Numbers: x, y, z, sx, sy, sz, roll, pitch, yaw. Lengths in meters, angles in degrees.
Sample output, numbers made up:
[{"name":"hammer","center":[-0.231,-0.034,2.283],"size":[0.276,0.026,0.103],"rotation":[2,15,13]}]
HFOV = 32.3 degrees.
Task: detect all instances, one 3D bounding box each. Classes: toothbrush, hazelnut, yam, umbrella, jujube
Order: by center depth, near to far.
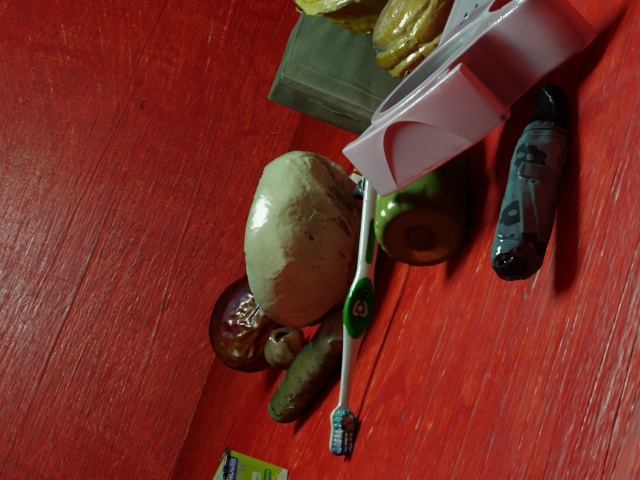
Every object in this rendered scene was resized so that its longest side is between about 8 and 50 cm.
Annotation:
[{"name":"umbrella","center":[0.204,-0.059,1.045],"size":[0.053,0.052,0.250],"rotation":[103,-173,-47]},{"name":"toothbrush","center":[0.052,0.081,1.495],"size":[0.040,0.042,0.418],"rotation":[155,124,-70]},{"name":"yam","center":[-0.014,0.206,1.735],"size":[0.317,0.067,0.071],"rotation":[121,154,-54]},{"name":"hazelnut","center":[-0.064,0.198,2.046],"size":[0.086,0.086,0.086],"rotation":[-159,90,-81]},{"name":"jujube","center":[-0.116,0.144,2.225],"size":[0.255,0.190,0.190],"rotation":[-47,17,21]}]

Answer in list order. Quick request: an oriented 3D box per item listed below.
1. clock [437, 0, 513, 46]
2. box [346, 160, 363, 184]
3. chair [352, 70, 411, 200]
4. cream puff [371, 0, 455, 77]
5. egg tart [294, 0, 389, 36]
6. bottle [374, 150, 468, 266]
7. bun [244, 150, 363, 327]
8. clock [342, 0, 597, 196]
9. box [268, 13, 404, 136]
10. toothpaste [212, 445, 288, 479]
[{"name":"clock","center":[0.220,-0.292,1.471],"size":[0.197,0.063,0.150],"rotation":[-179,110,-80]},{"name":"box","center":[0.059,-0.082,2.025],"size":[0.100,0.048,0.152],"rotation":[147,141,-73]},{"name":"chair","center":[0.128,-0.119,1.557],"size":[0.221,0.104,0.095],"rotation":[-61,29,29]},{"name":"cream puff","center":[0.160,-0.318,1.682],"size":[0.189,0.129,0.189],"rotation":[-53,15,21]},{"name":"egg tart","center":[0.116,-0.444,1.867],"size":[0.345,0.132,0.345],"rotation":[-24,21,10]},{"name":"bottle","center":[0.129,-0.088,1.374],"size":[0.260,0.112,0.112],"rotation":[-81,15,-48]},{"name":"bun","center":[0.000,0.000,1.650],"size":[0.287,0.146,0.287],"rotation":[-7,-82,-62]},{"name":"clock","center":[0.182,-0.195,1.201],"size":[0.275,0.080,0.290],"rotation":[-50,11,-32]},{"name":"box","center":[0.043,-0.296,2.005],"size":[0.149,0.231,0.155],"rotation":[142,146,-74]},{"name":"toothpaste","center":[-0.120,0.452,1.661],"size":[0.327,0.110,0.077],"rotation":[-86,21,-62]}]
